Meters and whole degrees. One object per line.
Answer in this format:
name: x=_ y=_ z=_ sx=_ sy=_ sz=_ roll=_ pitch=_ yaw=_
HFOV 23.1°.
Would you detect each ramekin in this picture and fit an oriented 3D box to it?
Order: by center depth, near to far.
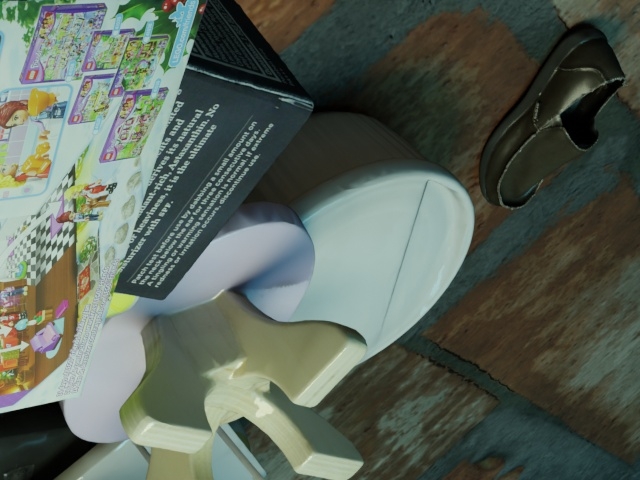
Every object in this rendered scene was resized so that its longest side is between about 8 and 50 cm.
ramekin: x=0.000 y=0.000 z=1.465 sx=0.273 sy=0.127 sz=0.273 roll=-24 pitch=144 yaw=-19

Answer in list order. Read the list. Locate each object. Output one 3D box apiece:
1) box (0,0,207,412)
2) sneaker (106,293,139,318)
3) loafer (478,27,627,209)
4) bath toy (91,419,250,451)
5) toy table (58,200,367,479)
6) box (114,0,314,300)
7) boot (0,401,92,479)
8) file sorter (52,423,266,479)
box: x=-0.189 y=-0.018 z=0.790 sx=0.201 sy=0.057 sz=0.293 roll=-9 pitch=138 yaw=-35
sneaker: x=-0.314 y=0.043 z=1.121 sx=0.384 sy=0.147 sz=0.145 roll=1 pitch=135 yaw=-19
loafer: x=0.235 y=-0.110 z=1.594 sx=0.080 sy=0.078 sz=0.220 roll=-5 pitch=135 yaw=-39
bath toy: x=-0.130 y=0.245 z=1.657 sx=0.151 sy=0.129 sz=0.348 roll=5 pitch=147 yaw=16
toy table: x=-0.085 y=0.117 z=1.280 sx=0.252 sy=0.161 sz=0.274 roll=7 pitch=129 yaw=-40
box: x=-0.216 y=-0.137 z=0.944 sx=0.294 sy=0.296 sz=0.183 roll=14 pitch=122 yaw=-49
boot: x=-0.445 y=0.311 z=1.434 sx=0.445 sy=0.146 sz=0.367 roll=-12 pitch=141 yaw=-40
file sorter: x=-0.153 y=0.303 z=1.429 sx=0.277 sy=0.173 sz=0.193 roll=-39 pitch=141 yaw=-7
